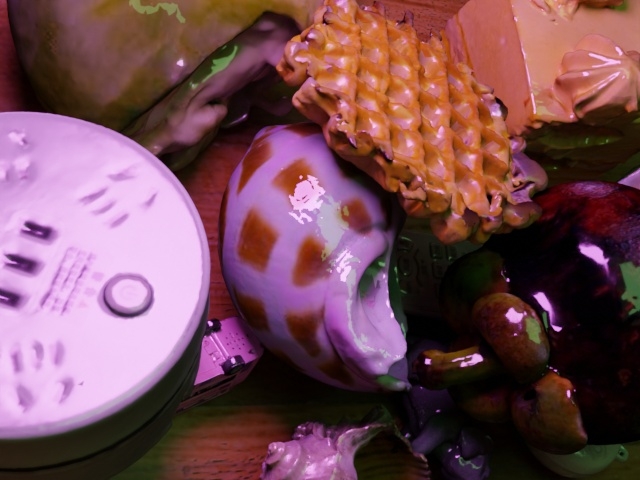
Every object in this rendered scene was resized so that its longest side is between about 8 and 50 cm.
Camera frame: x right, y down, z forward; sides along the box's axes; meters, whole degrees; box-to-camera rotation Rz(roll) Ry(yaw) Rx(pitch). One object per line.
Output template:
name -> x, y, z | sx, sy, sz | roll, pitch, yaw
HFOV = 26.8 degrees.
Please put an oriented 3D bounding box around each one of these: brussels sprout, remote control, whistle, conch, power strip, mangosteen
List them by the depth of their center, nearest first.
power strip -> -0.281, 0.052, 1.224 | 0.357, 0.161, 0.357 | 4, 59, -6
conch -> 0.026, 0.262, 1.359 | 0.245, 0.178, 0.163 | 52, 6, -32
conch -> 0.000, 0.001, 1.399 | 0.368, 0.197, 0.249 | -82, 152, -46
brussels sprout -> -0.156, -0.255, 1.430 | 0.371, 0.276, 0.314 | -17, 80, -35
mangosteen -> 0.279, 0.082, 1.441 | 0.311, 0.311, 0.311 | 12, 62, -24
remote control -> 0.073, 0.040, 1.557 | 0.313, 0.055, 0.109 | 10, 57, -20
whistle -> 0.249, 0.197, 1.571 | 0.258, 0.067, 0.126 | 30, 43, -9

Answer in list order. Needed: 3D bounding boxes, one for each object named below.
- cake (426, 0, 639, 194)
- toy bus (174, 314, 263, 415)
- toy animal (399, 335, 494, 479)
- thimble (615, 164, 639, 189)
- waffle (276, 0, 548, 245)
cake -> 0.297, -0.206, 1.651 | 0.222, 0.286, 0.227 | 0, 67, -30
toy bus -> -0.155, 0.141, 1.352 | 0.203, 0.090, 0.063 | -20, 67, -35
toy animal -> 0.126, 0.222, 1.477 | 0.137, 0.082, 0.269 | -18, 76, -33
thimble -> 0.424, -0.024, 1.654 | 0.271, 0.271, 0.150 | -32, 84, -36
waffle -> 0.098, -0.119, 1.362 | 0.329, 0.062, 0.329 | 28, 38, -25
